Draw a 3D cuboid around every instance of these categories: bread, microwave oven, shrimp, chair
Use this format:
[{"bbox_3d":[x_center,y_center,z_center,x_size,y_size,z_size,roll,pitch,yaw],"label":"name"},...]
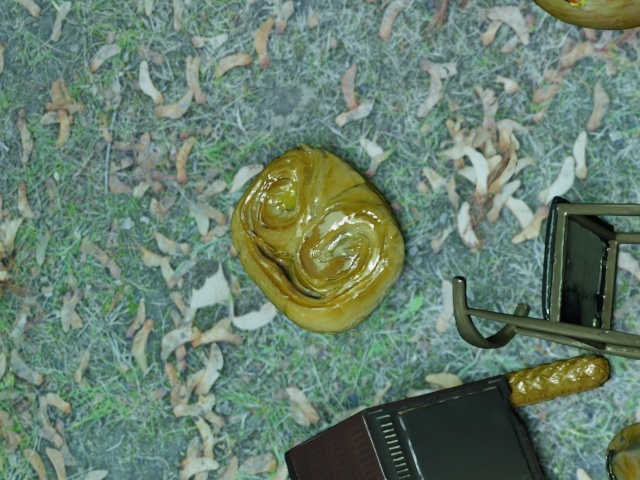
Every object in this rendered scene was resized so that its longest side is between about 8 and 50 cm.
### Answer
[{"bbox_3d":[-0.002,0.003,2.065,0.198,0.120,0.236,-48,66,16],"label":"bread"},{"bbox_3d":[0.110,0.281,1.897,0.188,0.247,0.178,-37,68,46],"label":"microwave oven"},{"bbox_3d":[0.269,0.168,1.940,0.157,0.052,0.044,-17,75,27],"label":"bread"},{"bbox_3d":[0.443,0.253,1.835,0.262,0.066,0.117,-4,103,42],"label":"shrimp"},{"bbox_3d":[0.299,0.046,1.853,0.272,0.188,0.166,1,79,32],"label":"chair"}]

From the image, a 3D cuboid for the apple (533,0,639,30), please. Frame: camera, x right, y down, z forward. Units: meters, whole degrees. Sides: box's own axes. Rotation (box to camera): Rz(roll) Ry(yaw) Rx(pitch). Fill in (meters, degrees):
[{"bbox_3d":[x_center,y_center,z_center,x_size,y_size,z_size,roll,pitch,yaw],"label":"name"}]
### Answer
[{"bbox_3d":[0.324,-0.342,1.861,0.188,0.211,0.211,12,92,32],"label":"apple"}]
